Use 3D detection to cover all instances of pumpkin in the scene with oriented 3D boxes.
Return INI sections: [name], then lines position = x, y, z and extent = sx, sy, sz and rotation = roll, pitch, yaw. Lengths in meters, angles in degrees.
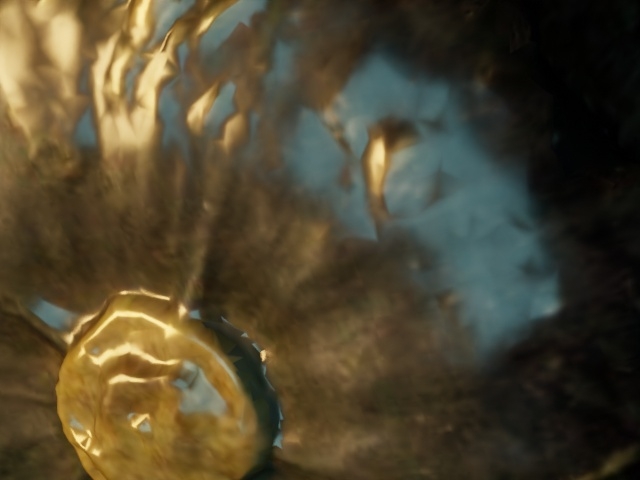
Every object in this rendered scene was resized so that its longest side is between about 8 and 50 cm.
[pumpkin]
position = 0.000, 0.000, 0.704
extent = 0.454, 0.344, 0.454
rotation = 8, 118, 16
